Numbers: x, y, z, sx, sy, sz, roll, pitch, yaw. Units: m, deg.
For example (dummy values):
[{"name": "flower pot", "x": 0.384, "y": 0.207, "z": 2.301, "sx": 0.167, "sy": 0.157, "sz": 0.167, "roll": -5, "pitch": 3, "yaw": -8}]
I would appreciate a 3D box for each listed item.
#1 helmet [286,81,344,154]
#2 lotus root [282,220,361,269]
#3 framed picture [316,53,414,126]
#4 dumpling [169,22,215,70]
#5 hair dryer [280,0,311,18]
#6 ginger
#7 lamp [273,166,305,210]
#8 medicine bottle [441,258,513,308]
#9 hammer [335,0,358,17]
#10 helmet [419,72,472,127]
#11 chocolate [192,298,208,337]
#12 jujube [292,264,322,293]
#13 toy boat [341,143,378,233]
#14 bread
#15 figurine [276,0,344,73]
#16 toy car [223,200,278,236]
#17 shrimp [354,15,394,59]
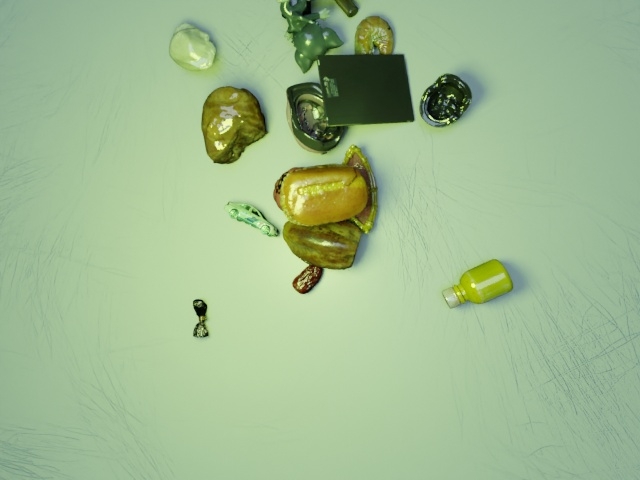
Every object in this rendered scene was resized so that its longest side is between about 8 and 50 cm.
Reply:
[{"name": "helmet", "x": -0.032, "y": -0.426, "z": 1.456, "sx": 0.198, "sy": 0.154, "sz": 0.253, "roll": -24, "pitch": 73, "yaw": -28}, {"name": "lotus root", "x": 0.001, "y": 0.004, "z": 1.431, "sx": 0.291, "sy": 0.193, "sz": 0.193, "roll": 16, "pitch": 91, "yaw": 16}, {"name": "framed picture", "x": 0.164, "y": -0.536, "z": 1.423, "sx": 0.339, "sy": 0.014, "sz": 0.255, "roll": -8, "pitch": 88, "yaw": -16}, {"name": "dumpling", "x": -0.498, "y": -0.743, "z": 1.552, "sx": 0.250, "sy": 0.132, "sz": 0.162, "roll": 34, "pitch": 103, "yaw": 24}, {"name": "hair dryer", "x": -0.004, "y": -0.956, "z": 1.452, "sx": 0.303, "sy": 0.116, "sz": 0.244, "roll": 0, "pitch": 103, "yaw": 11}, {"name": "ginger", "x": -0.340, "y": -0.440, "z": 1.479, "sx": 0.269, "sy": 0.200, "sz": 0.223, "roll": -34, "pitch": 85, "yaw": 6}, {"name": "lamp", "x": -0.083, "y": -0.178, "z": 1.461, "sx": 0.182, "sy": 0.140, "sz": 0.181, "roll": -19, "pitch": 55, "yaw": 30}, {"name": "medicine bottle", "x": 0.524, "y": 0.158, "z": 1.362, "sx": 0.213, "sy": 0.122, "sz": 0.121, "roll": -26, "pitch": 85, "yaw": 8}, {"name": "hammer", "x": -0.004, "y": -1.022, "z": 1.520, "sx": 0.168, "sy": 0.044, "sz": 0.439, "roll": -38, "pitch": 83, "yaw": 5}, {"name": "helmet", "x": 0.437, "y": -0.483, "z": 1.406, "sx": 0.153, "sy": 0.107, "sz": 0.177, "roll": 47, "pitch": 115, "yaw": 5}, {"name": "chocolate", "x": -0.459, "y": 0.299, "z": 1.546, "sx": 0.070, "sy": 0.072, "sz": 0.147, "roll": 5, "pitch": 95, "yaw": 6}, {"name": "jujube", "x": -0.045, "y": 0.139, "z": 1.483, "sx": 0.077, "sy": 0.077, "sz": 0.129, "roll": 42, "pitch": 84, "yaw": 8}, {"name": "toy boat", "x": 0.137, "y": -0.180, "z": 1.449, "sx": 0.141, "sy": 0.099, "sz": 0.317, "roll": -9, "pitch": 90, "yaw": 6}, {"name": "bread", "x": 0.012, "y": -0.155, "z": 1.310, "sx": 0.288, "sy": 0.156, "sz": 0.204, "roll": -9, "pitch": 93, "yaw": -10}, {"name": "figurine", "x": -0.045, "y": -0.762, "z": 1.427, "sx": 0.193, "sy": 0.265, "sz": 0.140, "roll": -28, "pitch": 64, "yaw": 9}, {"name": "toy car", "x": -0.252, "y": -0.084, "z": 1.512, "sx": 0.224, "sy": 0.090, "sz": 0.076, "roll": 26, "pitch": 87, "yaw": 9}, {"name": "shrimp", "x": 0.189, "y": -0.687, "z": 1.475, "sx": 0.146, "sy": 0.061, "sz": 0.267, "roll": 9, "pitch": 88, "yaw": 0}]
